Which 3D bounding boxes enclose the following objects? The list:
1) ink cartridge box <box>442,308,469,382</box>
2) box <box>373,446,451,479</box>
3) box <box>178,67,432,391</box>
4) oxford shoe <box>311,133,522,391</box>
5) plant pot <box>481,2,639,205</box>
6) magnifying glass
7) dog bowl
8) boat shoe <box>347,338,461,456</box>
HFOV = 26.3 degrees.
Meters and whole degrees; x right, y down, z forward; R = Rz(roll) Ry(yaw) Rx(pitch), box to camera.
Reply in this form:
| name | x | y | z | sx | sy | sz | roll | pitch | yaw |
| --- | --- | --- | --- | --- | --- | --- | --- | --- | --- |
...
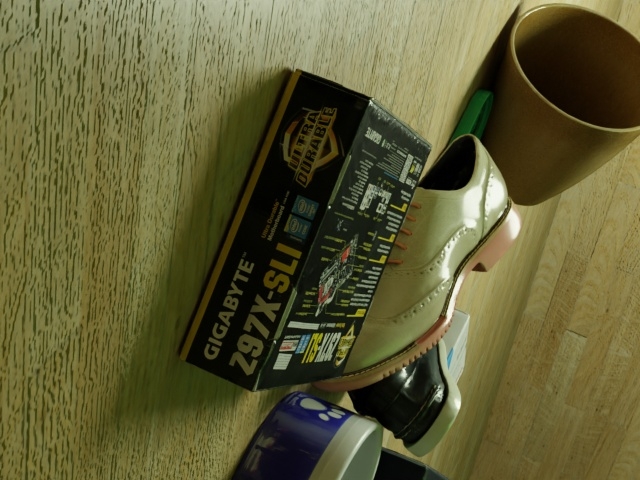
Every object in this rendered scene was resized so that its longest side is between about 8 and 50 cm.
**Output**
| name | x | y | z | sx | sy | sz | roll | pitch | yaw |
| --- | --- | --- | --- | --- | --- | --- | --- | --- | --- |
| ink cartridge box | 0.171 | 0.200 | 2.162 | 0.140 | 0.082 | 0.191 | -61 | 166 | -25 |
| box | 0.071 | 0.459 | 1.771 | 0.312 | 0.179 | 0.343 | 39 | 72 | -52 |
| box | 0.000 | 0.000 | 1.241 | 0.257 | 0.079 | 0.322 | -67 | 166 | 3 |
| oxford shoe | 0.094 | 0.021 | 1.595 | 0.397 | 0.140 | 0.147 | -48 | 126 | -42 |
| plant pot | 0.333 | -0.170 | 1.989 | 0.237 | 0.237 | 0.254 | -55 | 176 | -41 |
| magnifying glass | 0.185 | -0.127 | 1.850 | 0.231 | 0.026 | 0.092 | -56 | 162 | -46 |
| dog bowl | -0.030 | 0.307 | 1.530 | 0.265 | 0.104 | 0.265 | 22 | 90 | -76 |
| boat shoe | 0.079 | 0.159 | 1.686 | 0.127 | 0.113 | 0.340 | -53 | -169 | 10 |
